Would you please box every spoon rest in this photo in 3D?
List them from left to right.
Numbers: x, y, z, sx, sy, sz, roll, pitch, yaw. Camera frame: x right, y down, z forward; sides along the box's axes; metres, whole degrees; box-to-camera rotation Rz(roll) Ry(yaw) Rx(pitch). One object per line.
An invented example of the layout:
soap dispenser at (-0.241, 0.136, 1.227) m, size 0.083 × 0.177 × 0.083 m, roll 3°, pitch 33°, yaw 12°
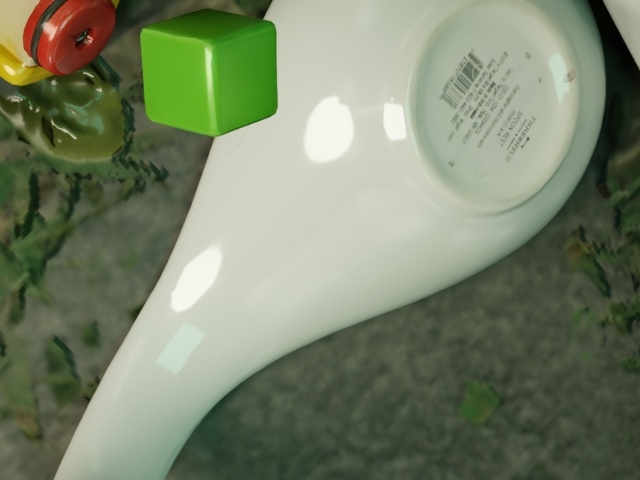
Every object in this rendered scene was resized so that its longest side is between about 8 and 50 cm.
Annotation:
spoon rest at (0.000, 0.000, 0.559) m, size 0.137 × 0.084 × 0.276 m, roll 45°, pitch 72°, yaw -25°

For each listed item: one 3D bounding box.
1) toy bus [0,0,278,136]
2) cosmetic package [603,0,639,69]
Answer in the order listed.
toy bus at (-0.058, -0.130, 0.475) m, size 0.104 × 0.202 × 0.191 m, roll -24°, pitch 106°, yaw -47°
cosmetic package at (0.222, -0.041, 0.412) m, size 0.097 × 0.377 × 0.284 m, roll -52°, pitch 144°, yaw -1°
